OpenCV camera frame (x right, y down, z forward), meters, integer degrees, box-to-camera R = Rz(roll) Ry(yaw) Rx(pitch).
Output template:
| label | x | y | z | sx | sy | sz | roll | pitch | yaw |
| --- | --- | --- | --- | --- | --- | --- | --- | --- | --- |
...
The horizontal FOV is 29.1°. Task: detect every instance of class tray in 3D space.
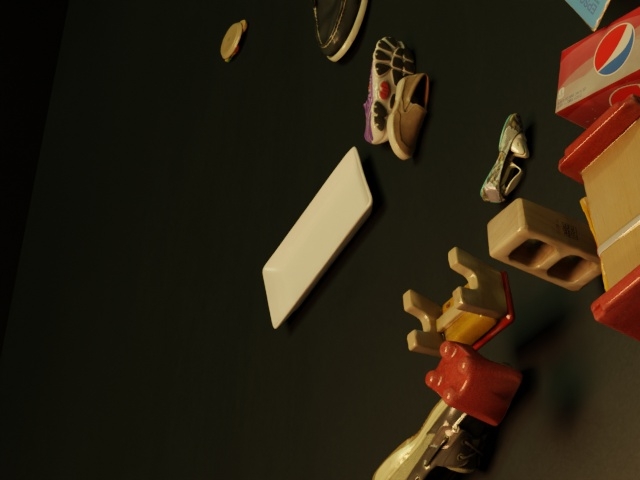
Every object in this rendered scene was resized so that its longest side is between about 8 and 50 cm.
| label | x | y | z | sx | sy | sz | roll | pitch | yaw |
| --- | --- | --- | --- | --- | --- | --- | --- | --- | --- |
| tray | 0.000 | 0.000 | 1.855 | 0.270 | 0.030 | 0.145 | -53 | 29 | 28 |

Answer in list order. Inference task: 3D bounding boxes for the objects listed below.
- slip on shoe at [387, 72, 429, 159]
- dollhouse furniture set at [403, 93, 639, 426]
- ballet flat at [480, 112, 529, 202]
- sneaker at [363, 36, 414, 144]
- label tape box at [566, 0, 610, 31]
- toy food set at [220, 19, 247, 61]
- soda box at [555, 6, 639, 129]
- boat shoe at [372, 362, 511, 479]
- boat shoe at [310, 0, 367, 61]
| label | x | y | z | sx | sy | sz | roll | pitch | yaw |
| --- | --- | --- | --- | --- | --- | --- | --- | --- | --- |
| slip on shoe | 0.129 | -0.177 | 1.734 | 0.041 | 0.051 | 0.135 | -20 | 46 | 42 |
| dollhouse furniture set | 0.252 | 0.058 | 1.200 | 0.374 | 0.152 | 0.201 | -46 | 33 | 40 |
| ballet flat | 0.232 | -0.097 | 1.493 | 0.041 | 0.041 | 0.114 | 15 | 84 | 64 |
| sneaker | 0.089 | -0.222 | 1.820 | 0.071 | 0.068 | 0.170 | -26 | 48 | 61 |
| label tape box | 0.355 | -0.413 | 1.312 | 0.241 | 0.105 | 0.334 | -112 | 35 | -52 |
| toy food set | -0.179 | -0.408 | 2.517 | 0.082 | 0.020 | 0.083 | -30 | 45 | 52 |
| soda box | 0.360 | -0.193 | 1.251 | 0.263 | 0.092 | 0.084 | -27 | 46 | 53 |
| boat shoe | 0.147 | 0.227 | 1.360 | 0.223 | 0.080 | 0.073 | -50 | 54 | 24 |
| boat shoe | 0.013 | -0.459 | 2.090 | 0.127 | 0.113 | 0.340 | -29 | 46 | 52 |
